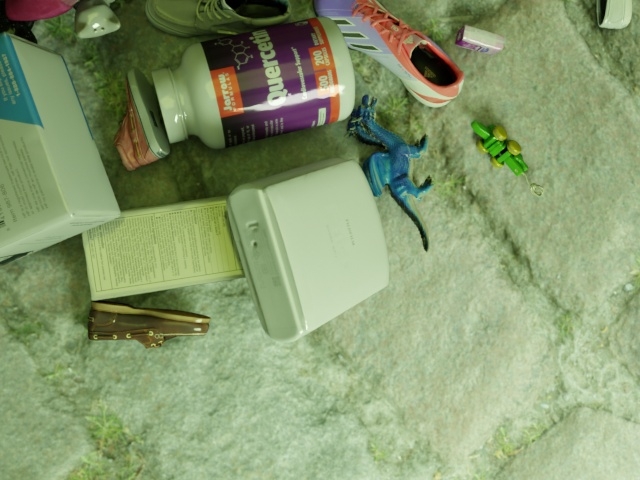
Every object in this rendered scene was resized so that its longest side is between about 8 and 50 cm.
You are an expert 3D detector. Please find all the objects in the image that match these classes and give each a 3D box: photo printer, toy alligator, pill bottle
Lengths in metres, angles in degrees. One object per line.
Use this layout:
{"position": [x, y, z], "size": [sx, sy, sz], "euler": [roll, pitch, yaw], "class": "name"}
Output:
{"position": [0.000, 0.000, 1.291], "size": [0.307, 0.107, 0.256], "euler": [-23, 99, -52], "class": "photo printer"}
{"position": [0.355, -0.161, 1.454], "size": [0.189, 0.056, 0.051], "euler": [45, 42, -4], "class": "toy alligator"}
{"position": [-0.114, -0.262, 1.320], "size": [0.323, 0.181, 0.181], "euler": [-15, 90, -9], "class": "pill bottle"}

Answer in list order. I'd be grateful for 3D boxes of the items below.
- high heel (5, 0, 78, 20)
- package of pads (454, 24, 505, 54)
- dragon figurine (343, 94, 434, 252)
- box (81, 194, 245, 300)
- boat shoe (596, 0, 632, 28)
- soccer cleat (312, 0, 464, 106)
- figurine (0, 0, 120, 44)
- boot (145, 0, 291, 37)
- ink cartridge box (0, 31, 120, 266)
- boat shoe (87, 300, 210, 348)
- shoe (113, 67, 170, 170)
{"position": [-0.425, -0.521, 1.180], "size": [0.181, 0.127, 0.377], "euler": [-16, 70, 13], "class": "high heel"}
{"position": [0.299, -0.375, 1.454], "size": [0.083, 0.050, 0.032], "euler": [14, 85, -8], "class": "package of pads"}
{"position": [0.122, -0.116, 1.397], "size": [0.144, 0.085, 0.289], "euler": [-4, 87, -9], "class": "dragon figurine"}
{"position": [-0.235, 0.009, 1.319], "size": [0.311, 0.121, 0.148], "euler": [-7, 88, -9], "class": "box"}
{"position": [0.555, -0.501, 1.497], "size": [0.063, 0.066, 0.184], "euler": [-5, 98, -10], "class": "boat shoe"}
{"position": [0.127, -0.364, 1.394], "size": [0.318, 0.116, 0.108], "euler": [38, 83, -5], "class": "soccer cleat"}
{"position": [-0.434, -0.368, 1.263], "size": [0.215, 0.209, 0.092], "euler": [-16, 130, -9], "class": "figurine"}
{"position": [-0.176, -0.408, 1.347], "size": [0.258, 0.123, 0.095], "euler": [2, 87, -8], "class": "boot"}
{"position": [-0.555, -0.097, 1.191], "size": [0.395, 0.166, 0.285], "euler": [-21, 88, 11], "class": "ink cartridge box"}
{"position": [-0.295, 0.149, 1.332], "size": [0.207, 0.073, 0.073], "euler": [6, 88, -1], "class": "boat shoe"}
{"position": [-0.325, -0.210, 1.345], "size": [0.081, 0.063, 0.178], "euler": [-25, 73, 15], "class": "shoe"}
